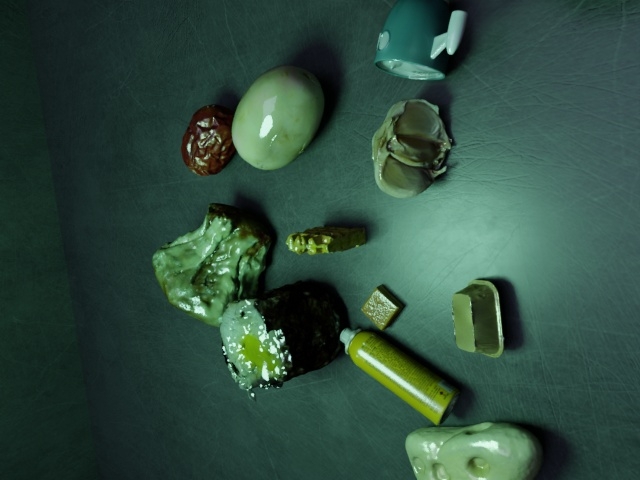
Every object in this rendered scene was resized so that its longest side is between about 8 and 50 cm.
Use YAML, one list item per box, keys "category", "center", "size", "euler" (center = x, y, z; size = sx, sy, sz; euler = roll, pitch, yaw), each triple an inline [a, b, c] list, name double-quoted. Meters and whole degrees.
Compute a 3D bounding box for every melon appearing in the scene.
- category: "melon"
  center: [-0.119, -0.333, 1.310]
  size: [0.223, 0.223, 0.317]
  euler: [55, 130, 17]

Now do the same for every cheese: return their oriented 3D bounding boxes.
- category: "cheese"
  center: [0.400, 0.607, 1.137]
  size: [0.351, 0.129, 0.328]
  euler: [-26, 80, 43]

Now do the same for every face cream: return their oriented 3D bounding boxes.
- category: "face cream"
  center: [0.195, 0.343, 1.271]
  size: [0.348, 0.105, 0.105]
  euler: [31, 118, 31]

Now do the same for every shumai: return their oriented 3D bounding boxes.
- category: "shumai"
  center: [-0.318, 0.056, 1.534]
  size: [0.397, 0.324, 0.323]
  euler: [43, 108, 24]

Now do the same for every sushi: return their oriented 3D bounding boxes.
- category: "sushi"
  center: [-0.117, 0.276, 1.396]
  size: [0.299, 0.294, 0.281]
  euler: [-37, 75, 40]

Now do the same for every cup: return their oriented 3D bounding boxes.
- category: "cup"
  center: [0.213, -0.459, 1.044]
  size: [0.299, 0.167, 0.173]
  euler: [29, 111, 61]

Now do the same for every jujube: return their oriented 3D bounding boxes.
- category: "jujube"
  center: [-0.359, -0.326, 1.551]
  size: [0.174, 0.174, 0.250]
  euler: [53, 136, 18]

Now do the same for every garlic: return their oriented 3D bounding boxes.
- category: "garlic"
  center: [0.199, -0.213, 1.132]
  size: [0.143, 0.178, 0.229]
  euler: [-165, 88, -70]

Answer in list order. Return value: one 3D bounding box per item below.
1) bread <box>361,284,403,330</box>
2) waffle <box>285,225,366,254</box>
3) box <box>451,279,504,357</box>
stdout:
- category: "bread"
  center: [0.169, 0.185, 1.304]
  size: [0.090, 0.035, 0.094]
  euler: [44, 125, 24]
- category: "waffle"
  center: [0.000, 0.000, 1.290]
  size: [0.160, 0.211, 0.055]
  euler: [4, 102, 40]
- category: "box"
  center: [0.369, 0.182, 1.097]
  size: [0.111, 0.111, 0.177]
  euler: [-5, 92, 41]
